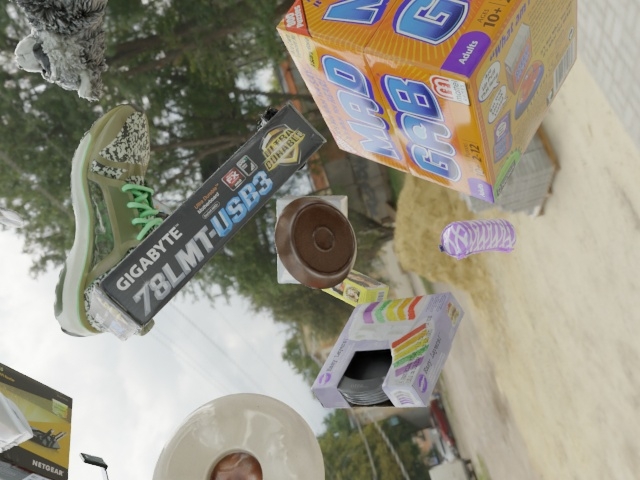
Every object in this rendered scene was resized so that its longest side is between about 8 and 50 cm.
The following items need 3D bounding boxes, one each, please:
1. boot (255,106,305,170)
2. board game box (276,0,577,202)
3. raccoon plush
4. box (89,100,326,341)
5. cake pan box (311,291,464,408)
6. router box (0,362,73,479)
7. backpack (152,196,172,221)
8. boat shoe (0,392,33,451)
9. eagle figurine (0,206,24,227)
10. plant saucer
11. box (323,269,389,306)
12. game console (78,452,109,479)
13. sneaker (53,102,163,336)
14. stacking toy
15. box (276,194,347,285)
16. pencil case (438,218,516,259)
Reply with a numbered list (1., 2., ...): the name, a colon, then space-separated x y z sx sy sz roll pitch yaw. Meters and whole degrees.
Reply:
1. boot: -0.069 -0.188 1.217 0.121 0.045 0.099 38 155 -3
2. board game box: 0.212 -0.350 1.169 0.356 0.356 0.356 25 164 30
3. raccoon plush: -0.392 -0.453 1.199 0.299 0.446 0.216 58 -158 -34
4. box: -0.153 -0.009 0.808 0.073 0.295 0.293 44 159 -6
5. cake pan box: 0.134 0.224 1.314 0.070 0.245 0.267 56 -135 -22
6. router box: -0.719 0.422 1.507 0.309 0.081 0.243 45 -162 -42
7. backpack: -0.387 -0.046 1.350 0.182 0.115 0.152 27 178 24
8. boat shoe: -0.546 0.299 1.052 0.108 0.102 0.301 54 156 7
9. eagle figurine: -0.833 -0.130 1.482 0.225 0.226 0.298 65 -167 -86
10. plant saucer: 0.000 0.000 1.144 0.029 0.168 0.168 -26 80 53
11. box: 0.052 0.102 1.622 0.087 0.232 0.058 -3 -71 -48
12. game console: -0.670 0.686 1.946 0.122 0.107 0.071 -12 57 62
13. sneaker: -0.313 -0.021 1.110 0.158 0.182 0.410 -4 -76 -68
14. stacking toy: -0.127 0.567 1.435 0.480 0.350 0.351 70 -176 -57
15. box: -0.015 -0.002 1.317 0.091 0.130 0.170 -45 -43 -75
16. pencil case: 0.374 -0.006 1.535 0.086 0.206 0.088 -47 60 43
